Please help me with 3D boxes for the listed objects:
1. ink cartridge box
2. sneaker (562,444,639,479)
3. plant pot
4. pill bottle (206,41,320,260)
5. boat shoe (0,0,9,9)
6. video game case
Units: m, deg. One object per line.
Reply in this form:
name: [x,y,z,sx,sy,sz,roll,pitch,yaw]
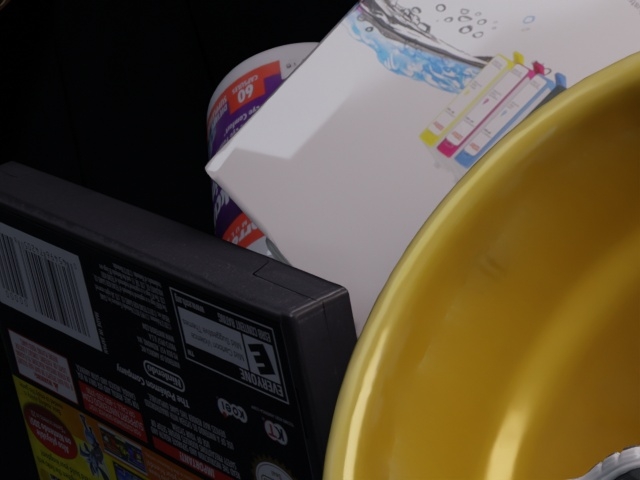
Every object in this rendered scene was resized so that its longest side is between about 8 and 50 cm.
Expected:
ink cartridge box: [0.108,-0.046,0.828,0.232,0.171,0.168,-46,74,12]
sneaker: [0.081,0.080,0.537,0.083,0.031,0.035,-28,59,37]
plant pot: [0.168,0.095,0.647,0.254,0.239,0.254,-27,46,31]
pill bottle: [0.000,0.000,1.006,0.108,0.108,0.193,-34,42,26]
boat shoe: [-0.313,-0.109,1.381,0.120,0.122,0.324,37,60,16]
video game case: [-0.058,0.106,0.886,0.035,0.248,0.275,-24,26,-30]
